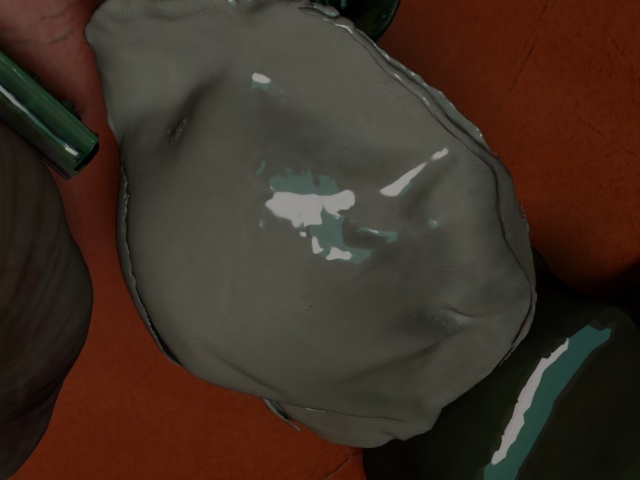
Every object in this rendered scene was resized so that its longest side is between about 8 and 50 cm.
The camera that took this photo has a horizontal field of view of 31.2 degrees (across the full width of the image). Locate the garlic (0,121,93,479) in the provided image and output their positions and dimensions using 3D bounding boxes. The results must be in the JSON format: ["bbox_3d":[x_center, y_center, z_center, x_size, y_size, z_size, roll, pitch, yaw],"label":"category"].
[{"bbox_3d":[-0.269,0.050,0.632,0.241,0.322,0.322,16,109,14],"label":"garlic"}]

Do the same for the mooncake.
[{"bbox_3d":[0.210,0.167,0.886,0.351,0.187,0.352,-7,111,-20],"label":"mooncake"}]

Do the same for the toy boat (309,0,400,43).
[{"bbox_3d":[0.025,-0.224,0.733,0.104,0.052,0.210,-7,114,-38],"label":"toy boat"}]

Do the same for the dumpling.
[{"bbox_3d":[0.001,0.003,0.712,0.181,0.260,0.341,-30,117,-56],"label":"dumpling"}]

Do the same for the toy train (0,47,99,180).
[{"bbox_3d":[-0.195,-0.097,0.699,0.038,0.071,0.148,-45,118,2],"label":"toy train"}]
